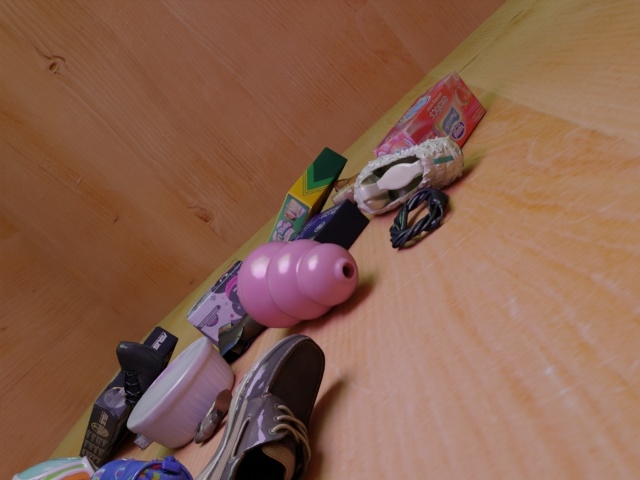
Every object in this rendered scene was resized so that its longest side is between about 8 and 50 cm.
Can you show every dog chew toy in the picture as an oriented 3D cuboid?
[{"bbox_3d":[-0.044,0.089,1.071,0.332,0.206,0.207,-16,30,50],"label":"dog chew toy"}]

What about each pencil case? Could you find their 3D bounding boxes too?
[{"bbox_3d":[-0.353,0.483,0.922,0.306,0.119,0.133,-31,41,46],"label":"pencil case"}]

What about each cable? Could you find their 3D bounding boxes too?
[{"bbox_3d":[0.210,-0.050,1.043,0.150,0.047,0.184,-45,13,22],"label":"cable"}]

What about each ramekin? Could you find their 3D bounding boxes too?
[{"bbox_3d":[-0.332,0.381,1.184,0.273,0.127,0.273,-43,13,12],"label":"ramekin"}]

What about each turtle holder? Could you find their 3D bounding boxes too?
[{"bbox_3d":[-0.604,0.631,1.100,0.227,0.243,0.320,-36,-28,-30],"label":"turtle holder"}]

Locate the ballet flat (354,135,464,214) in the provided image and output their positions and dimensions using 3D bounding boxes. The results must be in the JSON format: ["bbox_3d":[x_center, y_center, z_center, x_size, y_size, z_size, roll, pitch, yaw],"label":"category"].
[{"bbox_3d":[0.173,-0.151,1.192,0.147,0.147,0.409,-51,13,-28],"label":"ballet flat"}]

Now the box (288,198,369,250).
[{"bbox_3d":[0.000,0.000,1.428,0.184,0.103,0.261,-54,15,-27],"label":"box"}]

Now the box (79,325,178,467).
[{"bbox_3d":[-0.622,0.507,1.553,0.395,0.097,0.318,-58,0,38],"label":"box"}]

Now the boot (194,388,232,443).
[{"bbox_3d":[-0.242,0.391,1.062,0.087,0.042,0.118,-49,5,14],"label":"boot"}]

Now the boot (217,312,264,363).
[{"bbox_3d":[-0.201,0.267,1.326,0.219,0.082,0.106,-31,41,28],"label":"boot"}]

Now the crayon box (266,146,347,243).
[{"bbox_3d":[-0.061,-0.118,1.767,0.313,0.106,0.363,-57,-3,-42],"label":"crayon box"}]

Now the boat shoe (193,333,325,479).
[{"bbox_3d":[-0.068,0.292,0.661,0.130,0.132,0.355,-16,39,48],"label":"boat shoe"}]

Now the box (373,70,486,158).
[{"bbox_3d":[0.300,-0.297,1.297,0.300,0.154,0.142,-50,13,-30],"label":"box"}]

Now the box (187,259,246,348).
[{"bbox_3d":[-0.287,0.204,1.535,0.247,0.163,0.142,-48,11,-12],"label":"box"}]

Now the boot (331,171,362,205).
[{"bbox_3d":[0.150,-0.205,1.616,0.220,0.109,0.283,-34,3,15],"label":"boot"}]

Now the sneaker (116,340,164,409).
[{"bbox_3d":[-0.483,0.382,1.297,0.109,0.286,0.130,4,43,14],"label":"sneaker"}]

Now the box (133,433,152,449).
[{"bbox_3d":[-0.448,0.489,1.410,0.190,0.045,0.184,-44,10,6],"label":"box"}]
